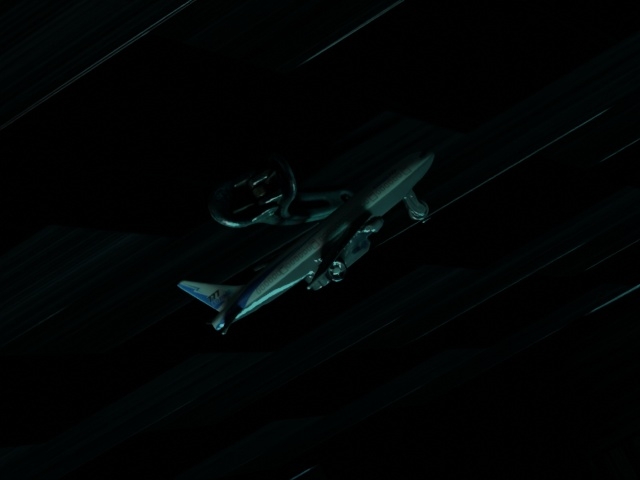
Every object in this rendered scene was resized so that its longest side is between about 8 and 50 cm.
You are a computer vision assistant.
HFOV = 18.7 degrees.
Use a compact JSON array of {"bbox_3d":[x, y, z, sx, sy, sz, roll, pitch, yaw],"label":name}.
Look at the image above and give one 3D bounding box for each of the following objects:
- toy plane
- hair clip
[{"bbox_3d":[0.000,0.004,1.506,0.226,0.058,0.226,-29,-172,-9],"label":"toy plane"},{"bbox_3d":[-0.022,-0.034,1.534,0.070,0.039,0.229,-29,172,13],"label":"hair clip"}]
